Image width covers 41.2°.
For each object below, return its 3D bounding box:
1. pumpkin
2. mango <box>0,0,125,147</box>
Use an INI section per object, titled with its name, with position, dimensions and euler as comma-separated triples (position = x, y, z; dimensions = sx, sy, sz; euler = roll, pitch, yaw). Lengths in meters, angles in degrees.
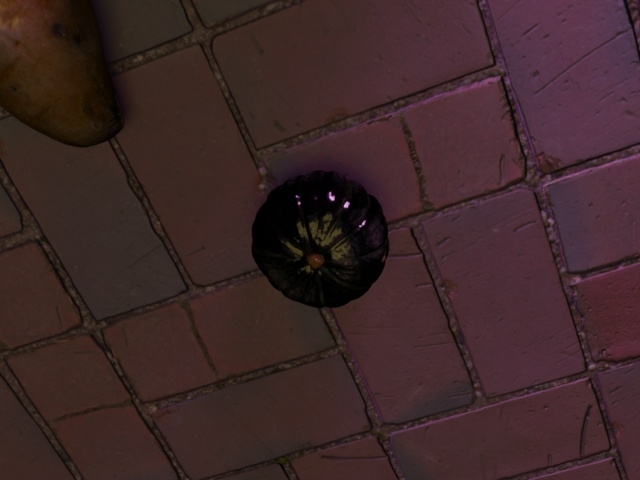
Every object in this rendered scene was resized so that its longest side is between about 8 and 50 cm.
[pumpkin]
position = 0.000, 0.000, 1.327
dimensions = 0.221, 0.162, 0.220
euler = 2, 114, 5
[mango]
position = -0.402, -0.273, 1.203
dimensions = 0.177, 0.175, 0.329
euler = 8, 140, 22
